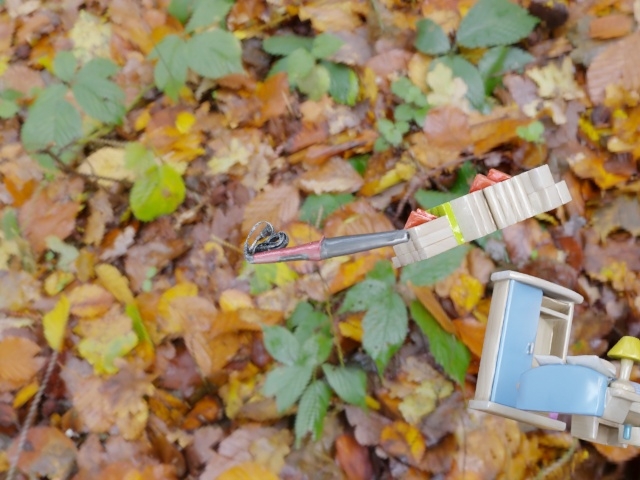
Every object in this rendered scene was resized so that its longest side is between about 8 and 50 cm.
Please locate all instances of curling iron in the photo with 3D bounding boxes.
[{"bbox_3d":[0.000,0.000,1.211,0.274,0.035,0.068,-3,65,34],"label":"curling iron"}]

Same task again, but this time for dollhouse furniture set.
[{"bbox_3d":[0.391,0.156,1.122,0.303,0.286,0.198,-15,59,64],"label":"dollhouse furniture set"}]

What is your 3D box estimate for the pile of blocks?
[{"bbox_3d":[0.293,-0.063,1.634,0.362,0.112,0.149,-21,-1,-9],"label":"pile of blocks"}]
